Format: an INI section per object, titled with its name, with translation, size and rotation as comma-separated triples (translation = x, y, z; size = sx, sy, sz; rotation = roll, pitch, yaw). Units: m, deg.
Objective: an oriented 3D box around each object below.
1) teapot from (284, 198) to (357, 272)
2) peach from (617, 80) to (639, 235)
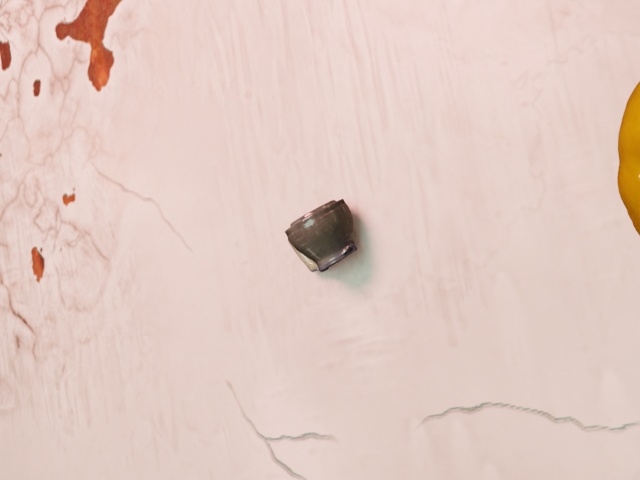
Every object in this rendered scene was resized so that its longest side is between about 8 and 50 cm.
[teapot]
translation = 0.000, 0.000, 0.892
size = 0.088, 0.066, 0.057
rotation = -31, 87, 55
[peach]
translation = 0.295, -0.058, 0.641
size = 0.179, 0.103, 0.179
rotation = 1, 91, 39
